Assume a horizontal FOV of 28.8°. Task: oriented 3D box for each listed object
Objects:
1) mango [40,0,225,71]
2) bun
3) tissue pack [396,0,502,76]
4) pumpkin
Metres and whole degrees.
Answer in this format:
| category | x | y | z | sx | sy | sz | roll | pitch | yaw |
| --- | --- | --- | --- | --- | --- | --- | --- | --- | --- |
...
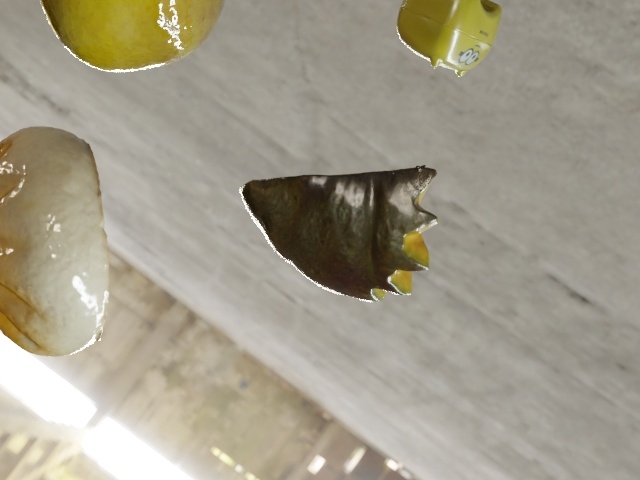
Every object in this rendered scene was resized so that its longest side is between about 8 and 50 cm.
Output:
| category | x | y | z | sx | sy | sz | roll | pitch | yaw |
| --- | --- | --- | --- | --- | --- | --- | --- | --- | --- |
| mango | -0.203 | -0.404 | 1.346 | 0.220 | 0.445 | 0.301 | 6 | -155 | 8 |
| bun | -0.372 | 0.007 | 1.578 | 0.165 | 0.299 | 0.299 | -5 | -174 | -19 |
| tissue pack | 0.194 | -0.329 | 1.911 | 0.123 | 0.127 | 0.178 | 30 | -168 | 23 |
| pumpkin | 0.000 | 0.000 | 1.299 | 0.149 | 0.130 | 0.254 | 1 | 173 | -32 |
